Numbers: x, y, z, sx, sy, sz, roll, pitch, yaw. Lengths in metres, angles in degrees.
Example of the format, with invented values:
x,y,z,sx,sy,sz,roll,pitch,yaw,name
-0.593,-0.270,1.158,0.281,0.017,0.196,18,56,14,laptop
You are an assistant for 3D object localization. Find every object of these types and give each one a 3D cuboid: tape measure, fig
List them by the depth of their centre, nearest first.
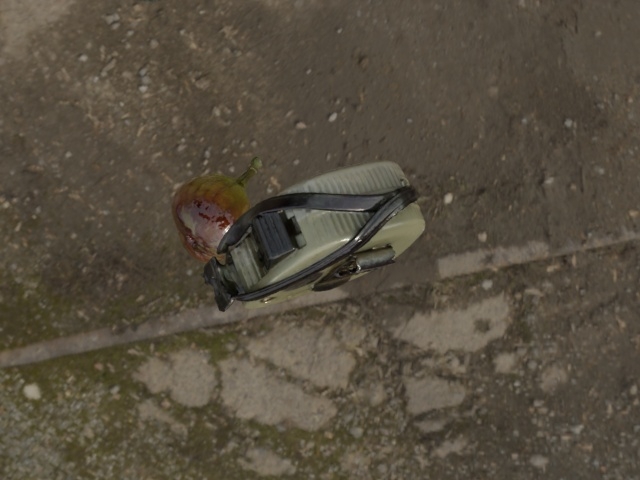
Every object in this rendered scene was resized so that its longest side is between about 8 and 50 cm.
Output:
x,y,z,sx,sy,sz,roll,pitch,yaw,name
0.000,0.000,0.997,0.133,0.271,0.231,69,154,15,tape measure
-0.192,-0.074,1.389,0.143,0.231,0.160,-3,141,9,fig
